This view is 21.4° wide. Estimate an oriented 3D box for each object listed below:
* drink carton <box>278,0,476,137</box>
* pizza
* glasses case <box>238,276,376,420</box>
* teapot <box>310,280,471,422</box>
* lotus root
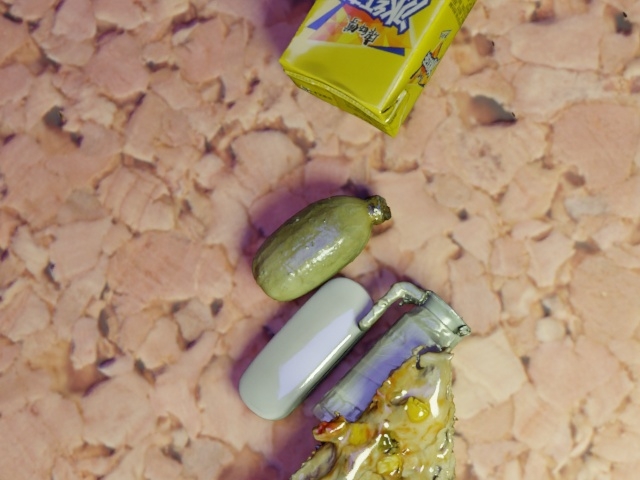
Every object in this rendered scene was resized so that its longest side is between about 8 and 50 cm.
[{"bbox_3d":[0.109,-0.316,2.063,0.155,0.111,0.351,29,84,19],"label":"drink carton"},{"bbox_3d":[0.073,0.253,1.903,0.189,0.071,0.297,42,88,-16],"label":"pizza"},{"bbox_3d":[-0.015,0.128,2.007,0.076,0.049,0.197,41,87,21],"label":"glasses case"},{"bbox_3d":[0.073,0.138,1.967,0.107,0.077,0.200,44,89,10],"label":"teapot"},{"bbox_3d":[0.000,-0.001,2.018,0.183,0.077,0.090,-34,53,2],"label":"lotus root"}]
